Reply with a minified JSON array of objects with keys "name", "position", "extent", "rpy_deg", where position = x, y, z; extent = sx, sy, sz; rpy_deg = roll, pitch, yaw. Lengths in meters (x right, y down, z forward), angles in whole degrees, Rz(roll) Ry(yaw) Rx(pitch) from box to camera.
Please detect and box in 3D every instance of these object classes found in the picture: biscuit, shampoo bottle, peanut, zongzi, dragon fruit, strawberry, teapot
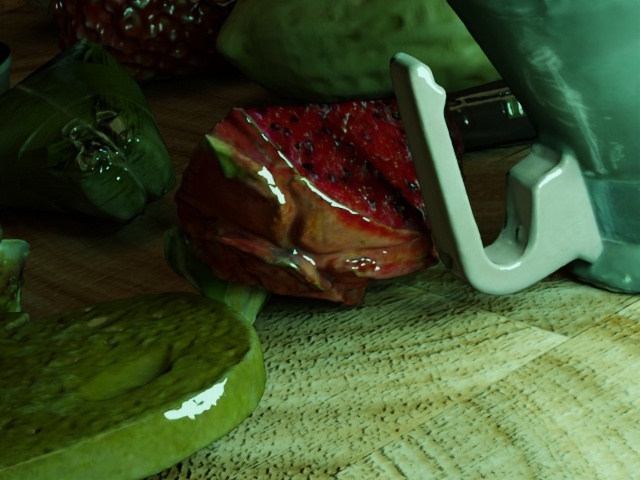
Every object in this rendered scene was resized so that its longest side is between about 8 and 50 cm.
[{"name":"biscuit","position":[-0.226,0.128,1.213],"extent":[0.367,0.063,0.314],"rpy_deg":[-18,19,-20]},{"name":"shampoo bottle","position":[0.207,-0.131,1.639],"extent":[0.236,0.068,0.067],"rpy_deg":[-13,22,2]},{"name":"peanut","position":[0.060,-0.251,1.855],"extent":[0.387,0.169,0.192],"rpy_deg":[-3,35,22]},{"name":"zongzi","position":[-0.305,-0.061,1.663],"extent":[0.300,0.145,0.274],"rpy_deg":[-29,28,-1]},{"name":"dragon fruit","position":[0.000,0.000,1.332],"extent":[0.205,0.152,0.317],"rpy_deg":[-42,-17,32]},{"name":"strawberry","position":[-0.188,-0.277,2.108],"extent":[0.336,0.149,0.265],"rpy_deg":[10,22,22]},{"name":"teapot","position":[0.235,-0.136,1.247],"extent":[0.376,0.361,0.305],"rpy_deg":[-30,30,-14]}]

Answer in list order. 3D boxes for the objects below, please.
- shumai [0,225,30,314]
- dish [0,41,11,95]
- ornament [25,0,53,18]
[{"name":"shumai","position":[-0.329,0.042,1.398],"extent":[0.153,0.161,0.209],"rpy_deg":[22,12,19]},{"name":"dish","position":[-0.500,-0.148,1.946],"extent":[0.303,0.120,0.303],"rpy_deg":[-10,22,4]},{"name":"ornament","position":[-0.364,-0.454,2.467],"extent":[0.259,0.259,0.225],"rpy_deg":[-6,29,13]}]
